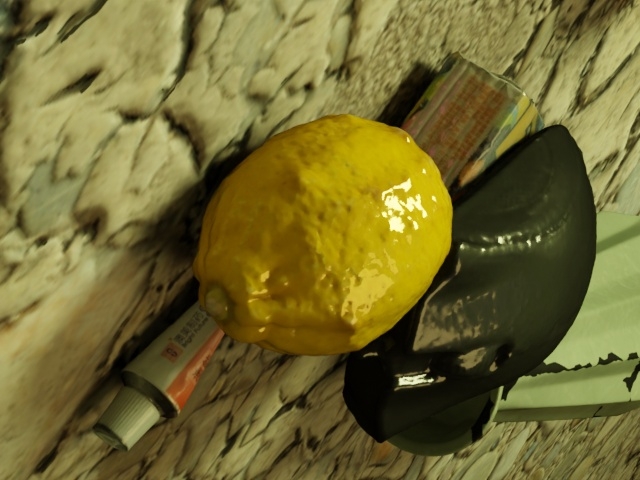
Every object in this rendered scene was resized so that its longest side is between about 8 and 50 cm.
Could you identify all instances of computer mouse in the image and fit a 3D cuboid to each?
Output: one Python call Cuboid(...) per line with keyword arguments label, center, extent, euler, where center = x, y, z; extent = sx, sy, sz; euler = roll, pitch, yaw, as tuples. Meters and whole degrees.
Cuboid(label="computer mouse", center=(0.103, 0.026, 1.107), extent=(0.264, 0.088, 0.147), euler=(-34, 153, -48))

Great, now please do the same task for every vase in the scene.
Cuboid(label="vase", center=(0.160, 0.071, 1.408), extent=(0.360, 0.165, 0.165), euler=(-11, 133, -58))

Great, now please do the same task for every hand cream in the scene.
Cuboid(label="hand cream", center=(-0.046, 0.029, 1.036), extent=(0.216, 0.038, 0.052), euler=(-49, -169, -24))

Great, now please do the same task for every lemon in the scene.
Cuboid(label="lemon", center=(0.000, 0.000, 0.963), extent=(0.155, 0.114, 0.114), euler=(-39, 156, -37))

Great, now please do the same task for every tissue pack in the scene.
Cuboid(label="tissue pack", center=(0.064, -0.032, 1.131), extent=(0.148, 0.060, 0.108), euler=(-54, 165, 2))
